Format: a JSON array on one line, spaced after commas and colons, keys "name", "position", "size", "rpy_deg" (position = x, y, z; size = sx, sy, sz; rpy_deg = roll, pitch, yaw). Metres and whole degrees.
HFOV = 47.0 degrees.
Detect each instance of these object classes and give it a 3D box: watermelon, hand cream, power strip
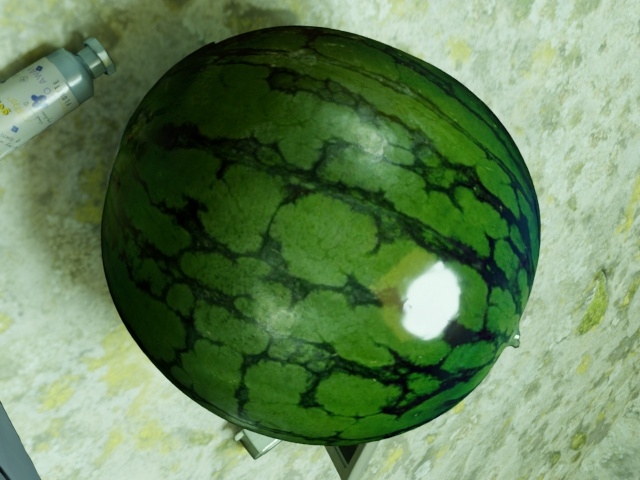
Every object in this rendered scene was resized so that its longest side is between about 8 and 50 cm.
[{"name": "watermelon", "position": [0.000, 0.000, 0.614], "size": [0.363, 0.363, 0.364], "rpy_deg": [-25, 133, -31]}, {"name": "hand cream", "position": [-0.234, -0.096, 0.558], "size": [0.170, 0.043, 0.065], "rpy_deg": [-37, 133, -13]}, {"name": "power strip", "position": [-0.034, 0.221, 0.961], "size": [0.175, 0.042, 0.075], "rpy_deg": [-34, 167, -22]}]

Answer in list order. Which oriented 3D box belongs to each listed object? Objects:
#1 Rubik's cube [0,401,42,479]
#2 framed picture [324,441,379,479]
[{"name": "Rubik's cube", "position": [-0.354, 0.186, 0.426], "size": [0.305, 0.307, 0.310], "rpy_deg": [-38, 136, -17]}, {"name": "framed picture", "position": [0.033, 0.132, 0.840], "size": [0.016, 0.250, 0.184], "rpy_deg": [21, 103, -24]}]
